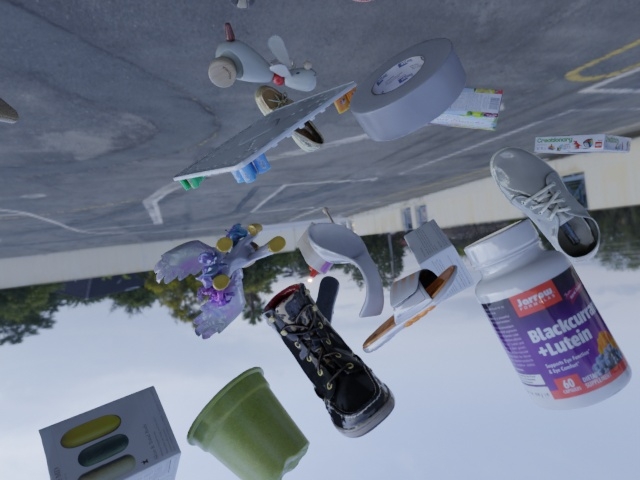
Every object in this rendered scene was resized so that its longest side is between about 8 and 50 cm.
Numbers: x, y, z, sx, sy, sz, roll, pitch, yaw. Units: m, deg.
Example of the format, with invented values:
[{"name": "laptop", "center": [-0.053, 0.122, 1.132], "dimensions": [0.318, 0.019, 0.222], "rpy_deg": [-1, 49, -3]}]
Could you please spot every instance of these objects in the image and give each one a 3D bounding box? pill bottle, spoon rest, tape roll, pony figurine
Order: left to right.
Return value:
[{"name": "pony figurine", "center": [-0.287, 0.087, 1.275], "dimensions": [0.351, 0.303, 0.363], "rpy_deg": [-35, -179, -20]}, {"name": "spoon rest", "center": [0.064, 0.042, 0.955], "dimensions": [0.137, 0.084, 0.276], "rpy_deg": [-3, -138, -29]}, {"name": "tape roll", "center": [0.167, -0.294, 0.831], "dimensions": [0.219, 0.072, 0.219], "rpy_deg": [-29, -147, 21]}, {"name": "pill bottle", "center": [0.245, 0.077, 0.481], "dimensions": [0.108, 0.193, 0.108], "rpy_deg": [-27, 173, -4]}]

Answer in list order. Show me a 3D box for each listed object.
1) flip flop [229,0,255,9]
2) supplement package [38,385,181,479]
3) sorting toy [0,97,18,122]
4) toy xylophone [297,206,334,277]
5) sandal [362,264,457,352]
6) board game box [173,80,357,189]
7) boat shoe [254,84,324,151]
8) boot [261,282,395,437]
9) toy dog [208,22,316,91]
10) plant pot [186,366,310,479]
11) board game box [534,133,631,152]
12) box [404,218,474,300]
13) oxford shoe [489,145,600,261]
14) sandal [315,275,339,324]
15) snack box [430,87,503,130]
[{"name": "flip flop", "center": [-0.267, -0.902, 1.385], "dimensions": [0.112, 0.080, 0.277], "rpy_deg": [4, 140, 11]}, {"name": "supplement package", "center": [-0.516, 0.538, 1.052], "dimensions": [0.262, 0.199, 0.198], "rpy_deg": [-14, 141, -36]}, {"name": "sorting toy", "center": [-0.791, -0.352, 0.860], "dimensions": [0.041, 0.229, 0.307], "rpy_deg": [-44, -173, 4]}, {"name": "toy xylophone", "center": [0.000, 0.000, 1.779], "dimensions": [0.081, 0.236, 0.323], "rpy_deg": [31, -161, -23]}, {"name": "sandal", "center": [0.157, 0.127, 0.846], "dimensions": [0.265, 0.076, 0.102], "rpy_deg": [-46, 178, 24]}, {"name": "board game box", "center": [-0.143, -0.256, 1.078], "dimensions": [0.390, 0.050, 0.390], "rpy_deg": [-44, -153, -27]}, {"name": "boat shoe", "center": [-0.098, -0.423, 1.452], "dimensions": [0.285, 0.104, 0.089], "rpy_deg": [39, 166, -21]}, {"name": "boot", "center": [0.002, 0.242, 0.934], "dimensions": [0.138, 0.284, 0.377], "rpy_deg": [-36, -175, -7]}, {"name": "toy dog", "center": [-0.177, -0.559, 1.289], "dimensions": [0.333, 0.220, 0.161], "rpy_deg": [-11, 143, -24]}, {"name": "plant pot", "center": [-0.177, 0.541, 1.174], "dimensions": [0.254, 0.276, 0.276], "rpy_deg": [38, -160, 21]}, {"name": "board game box", "center": [0.854, -0.310, 1.380], "dimensions": [0.305, 0.053, 0.193], "rpy_deg": [-9, -167, -42]}, {"name": "box", "center": [0.380, 0.061, 1.377], "dimensions": [0.119, 0.182, 0.181], "rpy_deg": [-31, -152, 12]}, {"name": "oxford shoe", "center": [0.712, -0.119, 1.335], "dimensions": [0.169, 0.449, 0.130], "rpy_deg": [-39, 173, 17]}, {"name": "sandal", "center": [0.012, 0.258, 1.559], "dimensions": [0.097, 0.254, 0.054], "rpy_deg": [21, 174, 19]}, {"name": "snack box", "center": [0.339, -0.331, 1.067], "dimensions": [0.207, 0.070, 0.174], "rpy_deg": [10, -173, 19]}]
